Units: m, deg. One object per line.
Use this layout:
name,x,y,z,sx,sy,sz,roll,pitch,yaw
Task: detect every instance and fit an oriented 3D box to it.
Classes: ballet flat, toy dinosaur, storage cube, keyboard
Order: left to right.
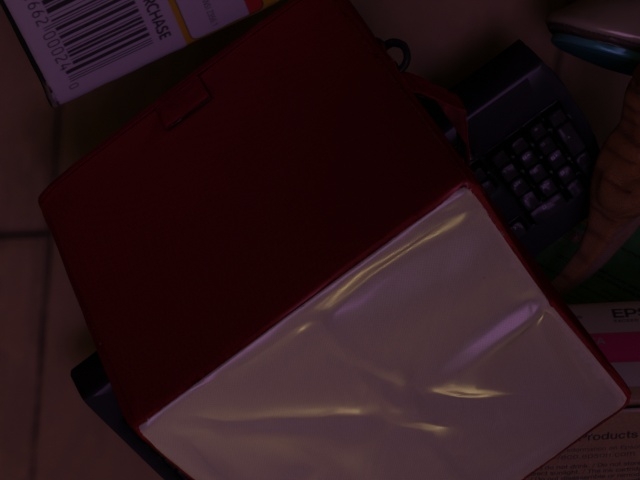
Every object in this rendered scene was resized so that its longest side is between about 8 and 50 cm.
keyboard,0.000,0.000,1.082,0.317,0.033,0.201,-37,122,4
storage cube,0.005,0.026,0.958,0.215,0.193,0.183,-36,130,5
toy dinosaur,0.175,-0.026,1.096,0.112,0.064,0.211,7,128,-13
ballet flat,0.237,-0.109,1.111,0.248,0.086,0.086,20,110,-28

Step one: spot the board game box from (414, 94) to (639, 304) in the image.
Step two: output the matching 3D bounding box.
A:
board game box,0.095,0.008,1.151,0.260,0.030,0.136,27,105,-28

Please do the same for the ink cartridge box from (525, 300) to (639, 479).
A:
ink cartridge box,0.135,0.131,1.126,0.235,0.088,0.193,-2,131,-1

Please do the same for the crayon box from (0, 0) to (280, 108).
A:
crayon box,-0.024,-0.213,0.924,0.318,0.081,0.202,-25,142,-3
